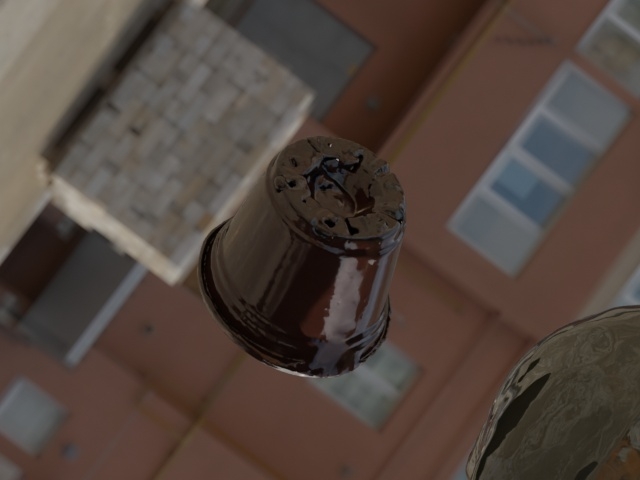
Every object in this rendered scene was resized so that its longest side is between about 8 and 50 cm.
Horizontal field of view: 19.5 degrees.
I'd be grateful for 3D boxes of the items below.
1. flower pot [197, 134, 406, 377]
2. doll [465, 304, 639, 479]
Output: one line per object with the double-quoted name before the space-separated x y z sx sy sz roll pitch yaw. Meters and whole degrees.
"flower pot" 0.000 0.000 0.954 0.111 0.111 0.089 -55 175 -46
"doll" 0.030 0.204 0.891 0.378 0.252 0.382 -19 177 -16
